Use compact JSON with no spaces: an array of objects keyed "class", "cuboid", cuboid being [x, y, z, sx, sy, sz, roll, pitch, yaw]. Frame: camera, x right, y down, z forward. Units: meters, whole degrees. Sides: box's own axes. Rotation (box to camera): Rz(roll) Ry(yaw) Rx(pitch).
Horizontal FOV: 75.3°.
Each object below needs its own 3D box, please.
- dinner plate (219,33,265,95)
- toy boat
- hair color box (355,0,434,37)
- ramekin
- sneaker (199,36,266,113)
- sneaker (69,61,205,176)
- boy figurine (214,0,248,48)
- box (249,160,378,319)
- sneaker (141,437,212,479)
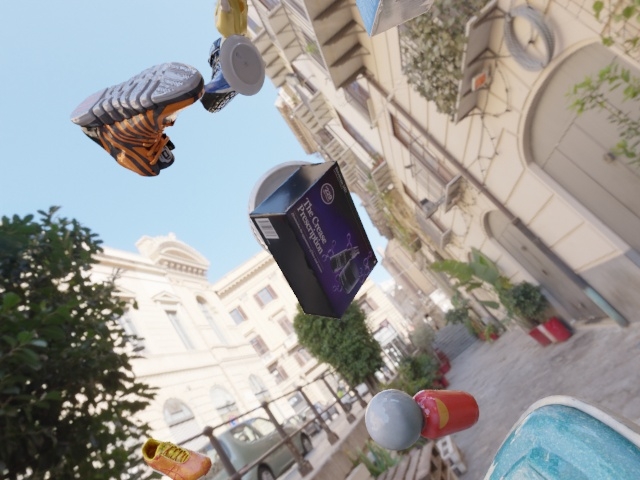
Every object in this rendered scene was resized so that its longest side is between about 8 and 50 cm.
[{"class":"dinner plate","cuboid":[-0.181,-0.422,0.999,0.017,0.141,0.141,2,13,41]},{"class":"toy boat","cuboid":[0.172,0.250,0.397,0.148,0.318,0.267,4,-76,-25]},{"class":"hair color box","cuboid":[0.184,-0.590,0.921,0.174,0.105,0.347,-24,8,4]},{"class":"ramekin","cuboid":[-0.055,-0.075,1.038,0.273,0.273,0.127,-39,1,-2]},{"class":"sneaker","cuboid":[-0.284,-0.493,1.211,0.130,0.147,0.330,-28,28,36]},{"class":"sneaker","cuboid":[-0.328,-0.234,0.837,0.180,0.321,0.124,57,-139,-43]},{"class":"boy figurine","cuboid":[-0.215,-0.577,1.042,0.177,0.092,0.285,-77,-7,-60]},{"class":"box","cuboid":[0.000,0.000,0.840,0.184,0.103,0.261,-53,-51,-38]},{"class":"sneaker","cuboid":[-0.293,0.438,0.827,0.175,0.067,0.064,-6,29,26]}]
